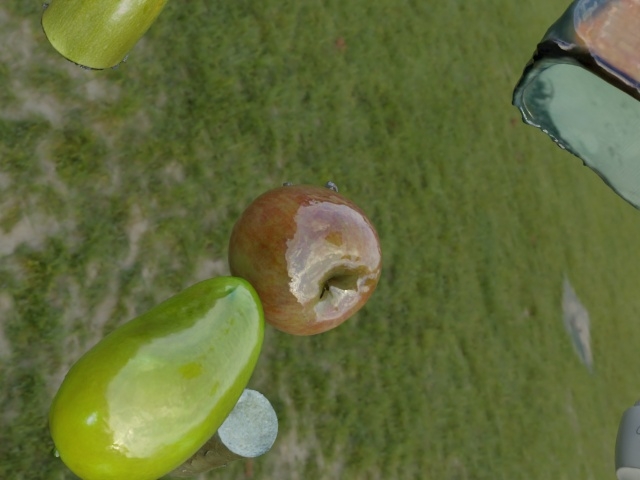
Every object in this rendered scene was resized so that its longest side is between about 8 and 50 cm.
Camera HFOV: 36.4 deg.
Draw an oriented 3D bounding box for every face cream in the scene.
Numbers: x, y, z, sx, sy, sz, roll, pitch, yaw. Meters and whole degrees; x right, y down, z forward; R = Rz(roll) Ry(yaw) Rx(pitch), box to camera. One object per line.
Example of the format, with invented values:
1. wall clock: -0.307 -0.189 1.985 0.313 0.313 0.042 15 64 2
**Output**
1. face cream: 0.371 0.228 1.071 0.091 0.091 0.095 53 55 -34

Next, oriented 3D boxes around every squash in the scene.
1. squash: -0.244 -0.300 1.182 0.123 0.187 0.123 28 44 -31

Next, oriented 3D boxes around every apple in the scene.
1. apple: -0.023 0.020 1.228 0.174 0.188 0.188 42 5 39

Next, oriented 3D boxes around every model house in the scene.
1. model house: 0.352 -0.180 0.859 0.253 0.291 0.184 34 -9 5

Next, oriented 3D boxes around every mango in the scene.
1. mango: -0.163 0.152 1.020 0.149 0.185 0.273 39 37 10

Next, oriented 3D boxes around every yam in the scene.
1. yam: -0.155 0.271 1.340 0.093 0.259 0.093 12 65 -28

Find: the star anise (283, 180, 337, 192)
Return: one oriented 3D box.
1. star anise: 0.000 0.000 1.445 0.182 0.065 0.195 32 62 -47
